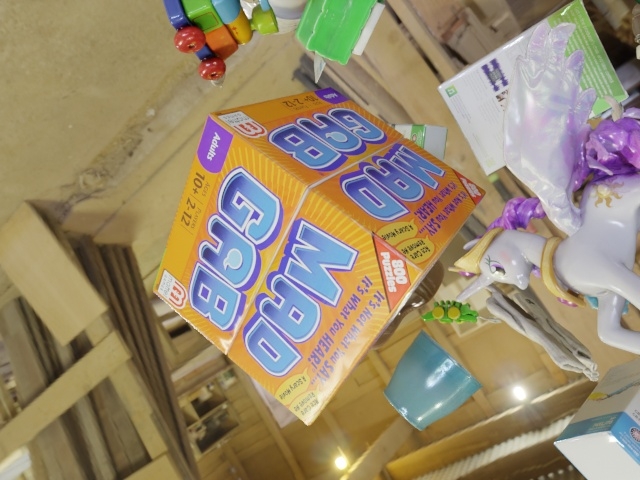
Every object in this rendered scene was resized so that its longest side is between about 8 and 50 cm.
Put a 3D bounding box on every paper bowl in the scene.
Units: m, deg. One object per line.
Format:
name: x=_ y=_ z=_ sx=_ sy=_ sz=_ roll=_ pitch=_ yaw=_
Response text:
paper bowl: x=-0.120 y=-0.705 z=1.331 sx=0.284 sy=0.285 sz=0.148 roll=-26 pitch=-174 yaw=-34

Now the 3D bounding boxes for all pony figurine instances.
pony figurine: x=0.340 y=-0.040 z=0.607 sx=0.302 sy=0.363 sz=0.351 roll=18 pitch=94 yaw=-38

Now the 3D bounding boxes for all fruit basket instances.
fruit basket: x=0.060 y=-0.604 z=1.270 sx=0.353 sy=0.165 sz=0.327 roll=-82 pitch=-163 yaw=-50

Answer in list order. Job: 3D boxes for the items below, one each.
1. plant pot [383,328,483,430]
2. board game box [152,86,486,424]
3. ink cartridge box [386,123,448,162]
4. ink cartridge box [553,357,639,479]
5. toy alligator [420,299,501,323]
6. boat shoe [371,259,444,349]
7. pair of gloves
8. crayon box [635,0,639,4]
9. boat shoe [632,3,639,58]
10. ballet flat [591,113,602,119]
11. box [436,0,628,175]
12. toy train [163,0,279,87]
plant pot: x=0.359 y=0.486 z=1.732 sx=0.255 sy=0.271 sz=0.271 roll=-47 pitch=171 yaw=0
board game box: x=0.000 y=0.000 z=0.881 sx=0.356 sy=0.356 sz=0.357 roll=-36 pitch=159 yaw=-54
ink cartridge box: x=0.228 y=-0.233 z=1.362 sx=0.086 sy=0.153 sz=0.208 roll=-4 pitch=-165 yaw=-33
ink cartridge box: x=0.699 y=0.409 z=1.097 sx=0.270 sy=0.198 sz=0.197 roll=-36 pitch=164 yaw=-26
toy alligator: x=0.329 y=0.166 z=1.200 sx=0.189 sy=0.052 sz=0.056 roll=-4 pitch=156 yaw=32
boat shoe: x=0.219 y=0.174 z=1.496 sx=0.342 sy=0.123 sz=0.123 roll=-47 pitch=-170 yaw=-14
pair of gloves: x=0.384 y=0.160 z=0.891 sx=0.240 sy=0.204 sz=0.042 roll=19 pitch=113 yaw=-46
crayon box: x=0.366 y=-0.498 z=0.614 sx=0.106 sy=0.363 sz=0.313 roll=-39 pitch=158 yaw=2
boat shoe: x=0.722 y=-0.410 z=0.890 sx=0.324 sy=0.097 sz=0.116 roll=-13 pitch=-177 yaw=12
ballet flat: x=0.638 y=-0.311 z=1.231 sx=0.041 sy=0.041 sz=0.114 roll=-33 pitch=-157 yaw=7
box: x=0.450 y=-0.321 z=1.102 sx=0.321 sy=0.232 sz=0.058 roll=-29 pitch=-169 yaw=18
toy train: x=-0.125 y=-0.308 z=0.757 sx=0.143 sy=0.105 sz=0.248 roll=-19 pitch=172 yaw=5
